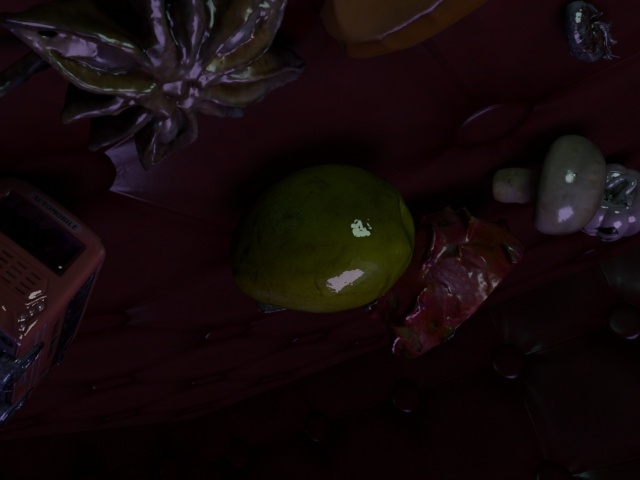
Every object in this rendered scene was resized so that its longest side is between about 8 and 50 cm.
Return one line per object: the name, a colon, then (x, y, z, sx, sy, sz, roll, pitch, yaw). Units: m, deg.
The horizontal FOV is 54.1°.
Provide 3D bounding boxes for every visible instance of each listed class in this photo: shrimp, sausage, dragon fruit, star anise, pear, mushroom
shrimp: (0.374, -0.279, 0.867, 0.056, 0.065, 0.165, 9, -175, 38)
sausage: (0.106, -0.264, 0.591, 0.241, 0.120, 0.136, -28, -169, 35)
dragon fruit: (0.255, 0.068, 1.391, 0.371, 0.249, 0.386, -41, 173, -46)
star anise: (-0.165, -0.179, 0.627, 0.349, 0.109, 0.292, -32, 151, 9)
pear: (0.000, 0.000, 1.041, 0.307, 0.253, 0.253, -7, 165, 21)
mushroom: (0.469, -0.114, 1.250, 0.206, 0.209, 0.207, -14, 121, -25)

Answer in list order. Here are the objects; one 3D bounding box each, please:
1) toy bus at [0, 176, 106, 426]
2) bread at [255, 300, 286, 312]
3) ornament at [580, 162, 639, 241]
toy bus: (-0.471, 0.103, 0.933, 0.233, 0.203, 0.427, -54, -174, -36)
bread: (-0.088, 0.141, 1.581, 0.157, 0.083, 0.094, -12, 163, -8)
ornament: (0.670, -0.091, 1.447, 0.177, 0.178, 0.177, -15, 160, -5)
